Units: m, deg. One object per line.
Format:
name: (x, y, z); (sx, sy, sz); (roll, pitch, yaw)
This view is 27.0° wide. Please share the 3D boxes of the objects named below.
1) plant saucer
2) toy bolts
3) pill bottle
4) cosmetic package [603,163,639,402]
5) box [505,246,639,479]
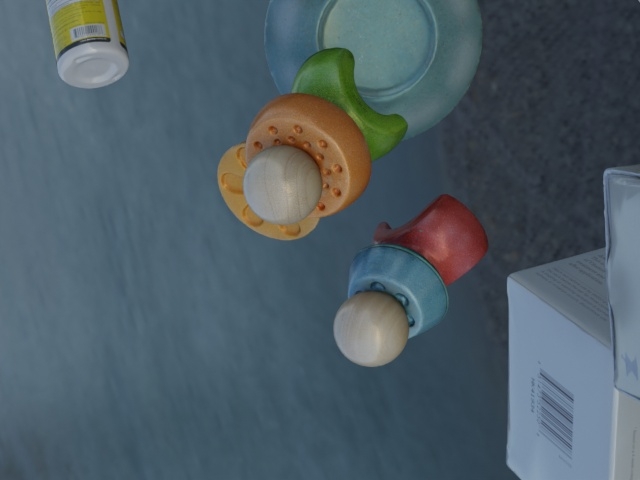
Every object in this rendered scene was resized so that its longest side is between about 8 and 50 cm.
plant saucer: (0.048, -0.178, 1.167); (0.037, 0.195, 0.195); (-97, -5, -78)
toy bolts: (0.000, 0.000, 1.083); (0.228, 0.158, 0.218); (47, 135, -10)
pill bottle: (-0.213, -0.201, 1.205); (0.065, 0.065, 0.116); (115, 145, -60)
cosmetic package: (0.341, 0.017, 0.835); (0.129, 0.296, 0.153); (-151, 54, -73)
box: (0.360, 0.115, 1.240); (0.168, 0.345, 0.215); (-139, 41, -56)
